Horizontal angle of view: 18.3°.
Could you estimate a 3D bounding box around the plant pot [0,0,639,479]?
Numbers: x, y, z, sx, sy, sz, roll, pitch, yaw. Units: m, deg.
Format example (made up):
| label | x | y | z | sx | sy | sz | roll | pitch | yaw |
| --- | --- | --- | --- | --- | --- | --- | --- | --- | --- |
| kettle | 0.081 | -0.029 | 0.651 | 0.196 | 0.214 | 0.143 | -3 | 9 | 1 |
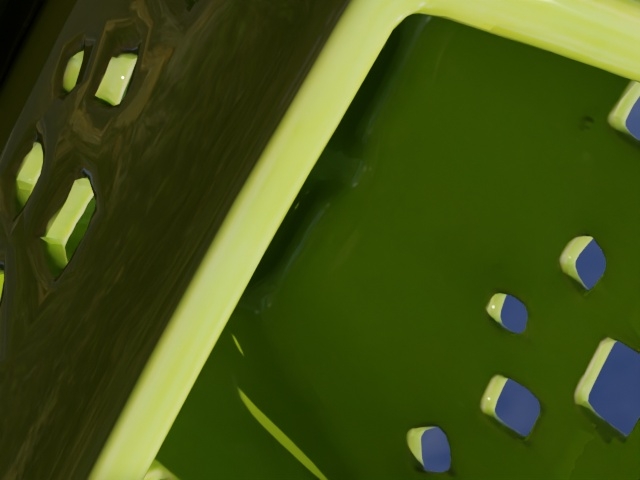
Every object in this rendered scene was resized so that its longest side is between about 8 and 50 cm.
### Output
| label | x | y | z | sx | sy | sz | roll | pitch | yaw |
| --- | --- | --- | --- | --- | --- | --- | --- | --- | --- |
| plant pot | 0.000 | 0.000 | 0.573 | 0.228 | 0.227 | 0.207 | 16 | -160 | -38 |
